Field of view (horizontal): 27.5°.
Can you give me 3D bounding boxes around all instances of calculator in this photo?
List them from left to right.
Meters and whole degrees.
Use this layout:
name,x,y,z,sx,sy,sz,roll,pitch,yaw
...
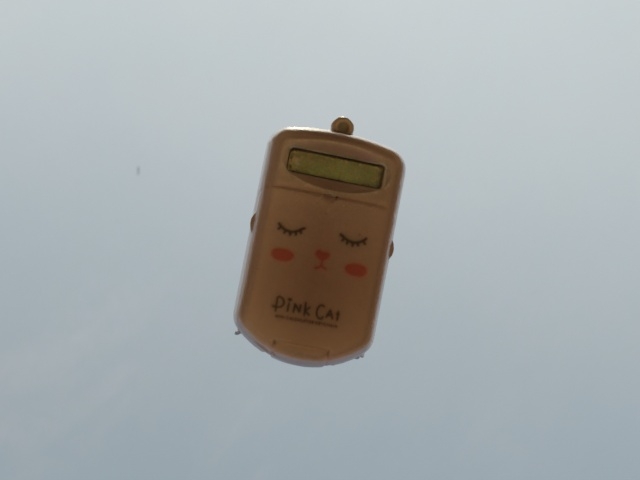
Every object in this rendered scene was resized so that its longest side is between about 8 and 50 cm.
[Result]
name,x,y,z,sx,sy,sz,roll,pitch,yaw
calculator,0.000,0.000,0.899,0.100,0.032,0.175,11,-93,-5
